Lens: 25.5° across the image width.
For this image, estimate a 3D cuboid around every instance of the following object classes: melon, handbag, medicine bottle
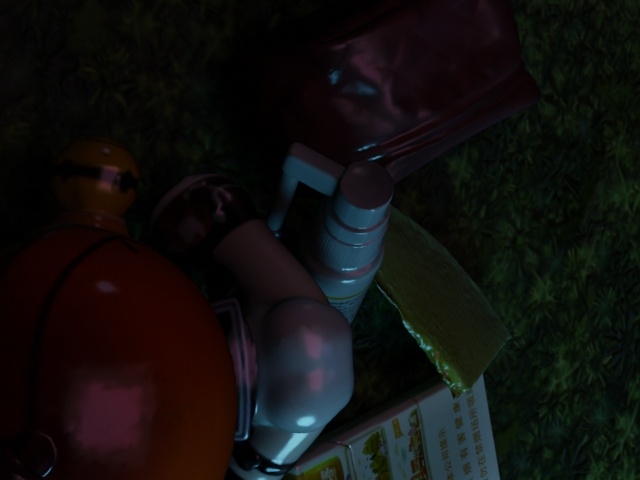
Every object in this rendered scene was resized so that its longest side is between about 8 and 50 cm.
[{"bbox_3d":[0.070,0.040,1.126,0.262,0.053,0.114,48,38,-38],"label":"melon"},{"bbox_3d":[0.052,-0.122,1.056,0.225,0.146,0.135,-32,113,-34],"label":"handbag"},{"bbox_3d":[0.000,0.000,0.997,0.092,0.220,0.061,30,65,4],"label":"medicine bottle"}]

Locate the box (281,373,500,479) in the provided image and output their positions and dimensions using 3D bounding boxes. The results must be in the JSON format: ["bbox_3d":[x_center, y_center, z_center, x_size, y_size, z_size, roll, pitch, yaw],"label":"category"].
[{"bbox_3d":[0.062,0.194,1.168,0.220,0.032,0.122,-22,109,-39],"label":"box"}]

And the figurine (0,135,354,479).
[{"bbox_3d":[-0.126,0.096,0.881,0.323,0.196,0.320,-15,102,-51],"label":"figurine"}]
